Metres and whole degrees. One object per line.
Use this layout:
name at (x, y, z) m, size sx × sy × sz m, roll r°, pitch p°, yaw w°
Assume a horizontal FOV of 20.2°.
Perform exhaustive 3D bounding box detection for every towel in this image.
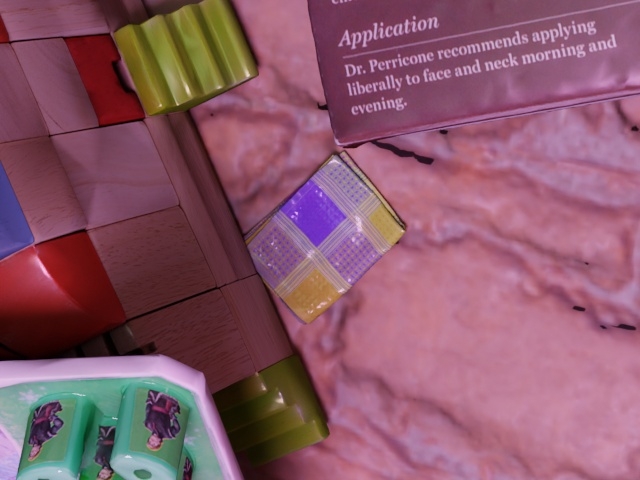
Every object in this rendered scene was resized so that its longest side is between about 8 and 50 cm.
towel at (0.000, 0.000, 0.958) m, size 0.083 × 0.009 × 0.060 m, roll -42°, pitch 82°, yaw 21°

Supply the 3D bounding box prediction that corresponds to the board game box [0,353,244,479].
board game box at (-0.207, 0.202, 0.886) m, size 0.390 × 0.050 × 0.390 m, roll -3°, pitch 138°, yaw 11°

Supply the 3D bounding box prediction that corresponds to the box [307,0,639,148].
box at (0.090, -0.159, 0.815) m, size 0.168 × 0.167 × 0.203 m, roll -8°, pitch 95°, yaw 22°

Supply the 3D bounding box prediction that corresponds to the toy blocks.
toy blocks at (-0.161, -0.033, 0.871) m, size 0.191 × 0.261 × 0.381 m, roll -24°, pitch 89°, yaw 25°
